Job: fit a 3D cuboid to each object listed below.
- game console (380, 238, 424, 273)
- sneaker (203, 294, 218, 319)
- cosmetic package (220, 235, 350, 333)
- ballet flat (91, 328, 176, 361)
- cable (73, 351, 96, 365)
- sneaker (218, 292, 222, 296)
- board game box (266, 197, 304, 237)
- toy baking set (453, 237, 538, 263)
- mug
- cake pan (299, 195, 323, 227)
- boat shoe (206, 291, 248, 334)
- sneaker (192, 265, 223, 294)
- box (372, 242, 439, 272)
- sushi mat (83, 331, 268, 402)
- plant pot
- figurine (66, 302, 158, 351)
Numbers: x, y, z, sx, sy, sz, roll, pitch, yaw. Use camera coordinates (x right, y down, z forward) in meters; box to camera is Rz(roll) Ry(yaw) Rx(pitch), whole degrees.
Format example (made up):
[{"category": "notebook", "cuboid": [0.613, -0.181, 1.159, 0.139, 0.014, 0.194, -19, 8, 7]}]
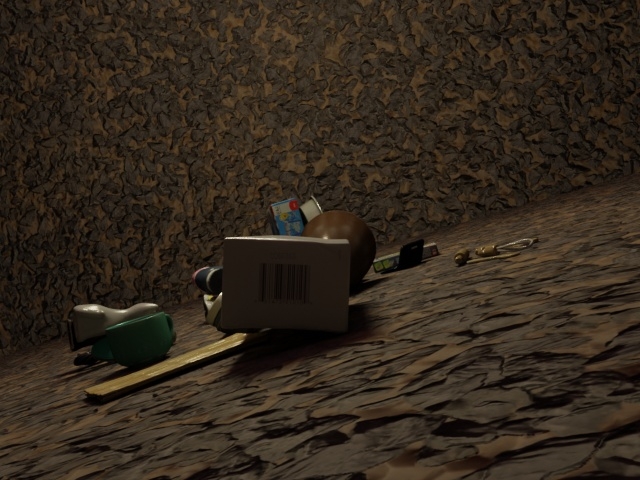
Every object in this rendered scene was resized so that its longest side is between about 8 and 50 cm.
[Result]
[{"category": "game console", "cuboid": [0.241, 0.047, 1.906, 0.071, 0.107, 0.122, 20, 24, 35]}, {"category": "sneaker", "cuboid": [-0.316, 0.210, 2.021, 0.094, 0.081, 0.208, -8, 4, -11]}, {"category": "cosmetic package", "cuboid": [-0.051, 0.069, 1.222, 0.217, 0.156, 0.385, 2, 0, 4]}, {"category": "ballet flat", "cuboid": [-0.467, 0.266, 1.637, 0.213, 0.072, 0.068, -16, -27, -1]}, {"category": "cable", "cuboid": [-0.559, 0.299, 1.715, 0.185, 0.047, 0.151, -13, 3, -41]}, {"category": "sneaker", "cuboid": [-0.184, 0.145, 1.912, 0.296, 0.123, 0.178, -27, -5, -21]}, {"category": "board game box", "cuboid": [-0.097, 0.021, 2.233, 0.086, 0.301, 0.308, -17, 0, -8]}, {"category": "toy baking set", "cuboid": [0.411, 0.019, 1.535, 0.197, 0.030, 0.256, -16, 1, 24]}, {"category": "mug", "cuboid": [-0.380, 0.217, 1.418, 0.158, 0.097, 0.129, -16, 0, -30]}, {"category": "cake pan", "cuboid": [0.000, 0.000, 2.097, 0.054, 0.293, 0.293, -21, 1, -6]}, {"category": "boat shoe", "cuboid": [-0.167, 0.173, 1.507, 0.099, 0.116, 0.319, 28, 1, 10]}, {"category": "sneaker", "cuboid": [-0.266, 0.128, 2.080, 0.131, 0.112, 0.319, 5, -7, 42]}, {"category": "box", "cuboid": [0.267, 0.054, 2.044, 0.207, 0.036, 0.114, -16, 1, 5]}, {"category": "sushi mat", "cuboid": [-0.262, 0.225, 1.178, 0.317, 0.019, 0.151, -17, 2, -30]}, {"category": "plant pot", "cuboid": [0.034, 0.055, 1.691, 0.215, 0.215, 0.230, -16, 15, 12]}, {"category": "figurine", "cuboid": [-0.540, 0.213, 1.693, 0.210, 0.092, 0.215, -7, -15, -29]}]
